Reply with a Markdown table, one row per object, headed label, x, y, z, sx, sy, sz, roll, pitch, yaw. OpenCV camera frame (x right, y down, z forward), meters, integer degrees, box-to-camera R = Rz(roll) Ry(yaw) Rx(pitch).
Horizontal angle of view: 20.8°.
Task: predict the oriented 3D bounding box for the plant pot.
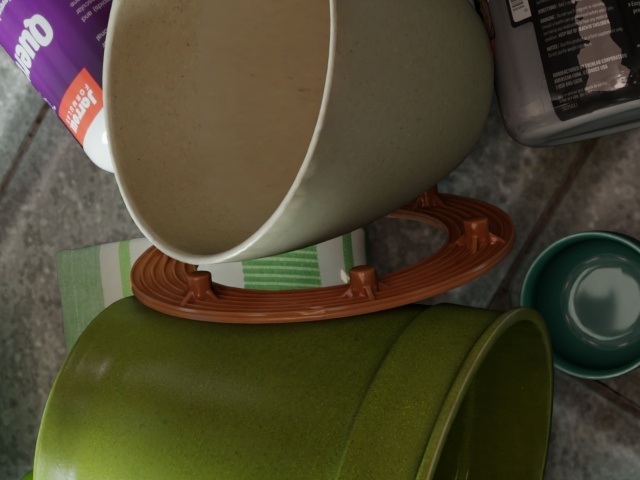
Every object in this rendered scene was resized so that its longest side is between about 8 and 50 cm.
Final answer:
| label | x | y | z | sx | sy | sz | roll | pitch | yaw |
| --- | --- | --- | --- | --- | --- | --- | --- | --- | --- |
| plant pot | -0.032 | 0.195 | 1.444 | 0.353 | 0.366 | 0.366 | 13 | 94 | 21 |

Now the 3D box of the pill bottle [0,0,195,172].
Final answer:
| label | x | y | z | sx | sy | sz | roll | pitch | yaw |
| --- | --- | --- | --- | --- | --- | --- | --- | --- | --- |
| pill bottle | -0.193 | -0.192 | 1.646 | 0.181 | 0.181 | 0.323 | -42 | 77 | 14 |

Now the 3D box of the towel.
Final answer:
| label | x | y | z | sx | sy | sz | roll | pitch | yaw |
| --- | --- | --- | --- | --- | --- | --- | --- | --- | --- |
| towel | -0.094 | 0.109 | 1.692 | 0.325 | 0.038 | 0.248 | -9 | 87 | 19 |

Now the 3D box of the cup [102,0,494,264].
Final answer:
| label | x | y | z | sx | sy | sz | roll | pitch | yaw |
| --- | --- | --- | --- | --- | --- | --- | --- | --- | --- |
| cup | 0.002 | -0.139 | 1.448 | 0.331 | 0.237 | 0.331 | -7 | 81 | 52 |

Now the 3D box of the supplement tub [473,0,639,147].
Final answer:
| label | x | y | z | sx | sy | sz | roll | pitch | yaw |
| --- | --- | --- | --- | --- | --- | --- | --- | --- | --- |
| supplement tub | 0.223 | -0.263 | 1.494 | 0.207 | 0.207 | 0.338 | -14 | 85 | 18 |

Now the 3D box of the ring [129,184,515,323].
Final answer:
| label | x | y | z | sx | sy | sz | roll | pitch | yaw |
| --- | --- | --- | --- | --- | --- | --- | --- | --- | --- |
| ring | 0.000 | 0.000 | 1.505 | 0.336 | 0.336 | 0.032 | -2 | 107 | 18 |

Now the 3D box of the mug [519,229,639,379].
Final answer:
| label | x | y | z | sx | sy | sz | roll | pitch | yaw |
| --- | --- | --- | --- | --- | --- | --- | --- | --- | --- |
| mug | 0.260 | 0.063 | 1.539 | 0.158 | 0.097 | 0.129 | 36 | 100 | 14 |

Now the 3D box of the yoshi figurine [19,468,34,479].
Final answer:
| label | x | y | z | sx | sy | sz | roll | pitch | yaw |
| --- | --- | --- | --- | --- | --- | --- | --- | --- | --- |
| yoshi figurine | -0.153 | 0.299 | 1.621 | 0.362 | 0.203 | 0.203 | 6 | 91 | 18 |
